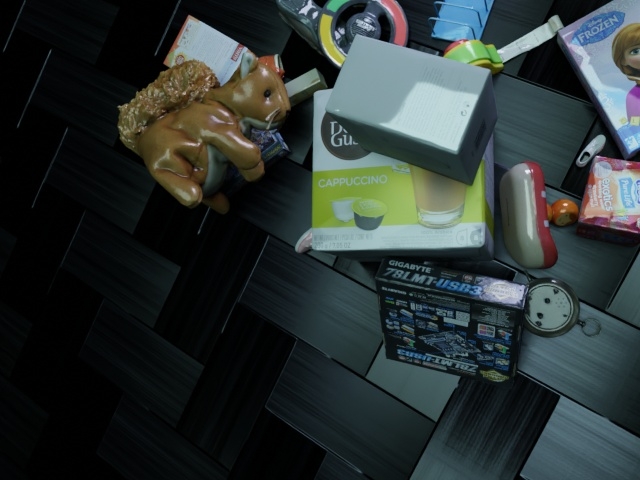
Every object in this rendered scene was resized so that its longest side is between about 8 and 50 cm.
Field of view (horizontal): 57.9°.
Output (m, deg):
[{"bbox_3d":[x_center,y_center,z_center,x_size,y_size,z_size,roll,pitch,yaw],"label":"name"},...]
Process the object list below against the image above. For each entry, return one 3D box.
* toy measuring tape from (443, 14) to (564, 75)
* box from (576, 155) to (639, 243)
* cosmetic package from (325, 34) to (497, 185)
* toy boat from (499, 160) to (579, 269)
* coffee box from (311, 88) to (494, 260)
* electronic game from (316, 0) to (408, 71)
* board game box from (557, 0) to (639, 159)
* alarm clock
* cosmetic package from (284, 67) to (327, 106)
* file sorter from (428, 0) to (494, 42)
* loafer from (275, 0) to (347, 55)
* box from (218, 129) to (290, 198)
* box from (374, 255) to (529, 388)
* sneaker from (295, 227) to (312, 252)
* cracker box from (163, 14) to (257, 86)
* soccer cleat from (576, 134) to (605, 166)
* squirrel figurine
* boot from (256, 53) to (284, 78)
[{"bbox_3d":[0.390,-0.431,1.321,0.330,0.121,0.122,-25,76,17],"label":"toy measuring tape"},{"bbox_3d":[0.580,-0.069,1.134,0.122,0.257,0.128,15,90,24],"label":"box"},{"bbox_3d":[0.161,-0.211,0.965,0.224,0.224,0.138,21,91,21],"label":"cosmetic package"},{"bbox_3d":[0.478,-0.054,1.244,0.151,0.151,0.231,-3,84,1],"label":"toy boat"},{"bbox_3d":[0.192,-0.131,1.245,0.337,0.338,0.335,-1,84,20],"label":"coffee box"},{"bbox_3d":[0.105,-0.519,1.436,0.229,0.048,0.230,0,87,-2],"label":"electronic game"},{"bbox_3d":[0.722,-0.384,1.213,0.318,0.066,0.318,-28,76,16],"label":"board game box"},{"bbox_3d":[0.509,0.153,1.248,0.192,0.064,0.129,25,94,18],"label":"alarm clock"},{"bbox_3d":[-0.046,-0.399,1.513,0.115,0.060,0.041,-23,78,19],"label":"cosmetic package"},{"bbox_3d":[0.336,-0.566,1.359,0.118,0.104,0.170,20,93,22],"label":"file sorter"},{"bbox_3d":[-0.009,-0.552,1.511,0.267,0.084,0.096,44,74,5],"label":"loafer"},{"bbox_3d":[-0.217,-0.240,1.570,0.233,0.044,0.159,-34,74,14],"label":"box"},{"bbox_3d":[0.273,0.179,1.226,0.295,0.293,0.073,10,50,23],"label":"box"},{"bbox_3d":[0.000,0.000,1.460,0.134,0.051,0.070,-42,67,8],"label":"sneaker"},{"bbox_3d":[-0.309,-0.505,1.620,0.232,0.067,0.156,35,99,21],"label":"cracker box"},{"bbox_3d":[0.591,-0.196,1.261,0.029,0.035,0.083,43,100,19],"label":"soccer cleat"},{"bbox_3d":[-0.280,-0.312,1.427,0.397,0.281,0.370,40,95,13],"label":"squirrel figurine"},{"bbox_3d":[-0.134,-0.425,1.552,0.084,0.059,0.158,-10,80,15],"label":"boot"}]
